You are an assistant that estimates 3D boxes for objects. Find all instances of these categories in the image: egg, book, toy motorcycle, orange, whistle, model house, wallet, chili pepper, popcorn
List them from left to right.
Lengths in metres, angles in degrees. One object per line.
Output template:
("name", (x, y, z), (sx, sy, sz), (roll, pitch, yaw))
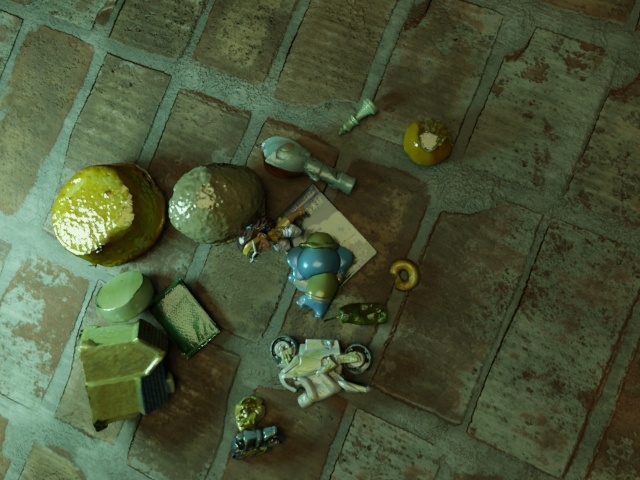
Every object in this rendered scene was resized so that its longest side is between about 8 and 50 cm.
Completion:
("model house", (-0.624, 0.414, 1.748), (0.266, 0.261, 0.321), (-9, 105, -15))
("wallet", (-0.457, 0.260, 1.797), (0.160, 0.055, 0.236), (-41, 84, 10))
("egg", (-0.327, -0.120, 1.704), (0.310, 0.279, 0.279), (-12, 83, -11))
("popcorn", (-0.234, 0.555, 1.720), (0.096, 0.089, 0.109), (24, 92, 23))
("toy motorcycle", (-0.214, 0.638, 1.694), (0.193, 0.124, 0.061), (-26, 40, 11))
("whistle", (-0.054, -0.240, 1.732), (0.346, 0.142, 0.134), (24, 100, 0))
("toy motorcycle", (-0.004, 0.413, 1.674), (0.340, 0.108, 0.223), (1, 77, 17))
("book", (0.000, 0.000, 1.754), (0.228, 0.018, 0.322), (-44, 80, 4))
("chili pepper", (0.109, 0.231, 1.689), (0.203, 0.073, 0.072), (0, 67, -1))
("orange", (0.335, -0.306, 1.662), (0.156, 0.134, 0.157), (1, 100, 6))

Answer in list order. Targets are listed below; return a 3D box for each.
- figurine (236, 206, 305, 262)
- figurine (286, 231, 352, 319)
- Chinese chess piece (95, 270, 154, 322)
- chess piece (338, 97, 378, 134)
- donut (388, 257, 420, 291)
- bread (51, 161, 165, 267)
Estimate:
("figurine", (-0.148, -0.024, 1.684), (0.240, 0.175, 0.116), (-23, 77, -24))
("figurine", (-0.016, 0.102, 1.662), (0.180, 0.154, 0.262), (7, 73, 36))
("Chinese chess piece", (-0.648, 0.186, 1.780), (0.188, 0.083, 0.188), (-14, 40, 12))
("chess piece", (0.116, -0.397, 1.751), (0.149, 0.059, 0.059), (-40, 80, 12))
("donut", (0.266, 0.107, 1.686), (0.097, 0.043, 0.108), (-28, 85, 8))
("bread", (-0.710, -0.092, 1.799), (0.358, 0.204, 0.337), (-37, 85, 4))
